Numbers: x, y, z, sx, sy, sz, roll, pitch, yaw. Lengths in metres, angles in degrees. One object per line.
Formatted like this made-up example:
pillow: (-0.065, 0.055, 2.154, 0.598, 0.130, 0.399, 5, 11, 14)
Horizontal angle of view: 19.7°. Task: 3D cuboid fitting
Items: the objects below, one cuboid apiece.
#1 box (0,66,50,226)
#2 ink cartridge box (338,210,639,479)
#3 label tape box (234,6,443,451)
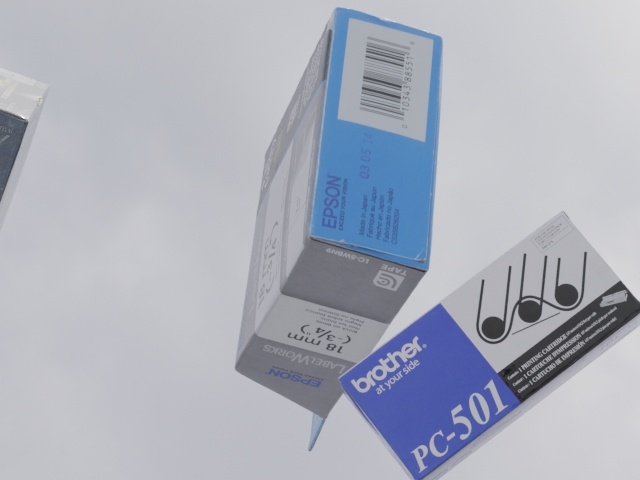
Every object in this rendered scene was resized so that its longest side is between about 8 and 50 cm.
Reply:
box: (-0.242, -0.018, 1.238, 0.059, 0.233, 0.183, 19, -81, -7)
ink cartridge box: (0.124, 0.080, 1.336, 0.207, 0.046, 0.097, -36, -107, -6)
label tape box: (0.000, 0.000, 1.601, 0.106, 0.334, 0.241, 14, -125, -11)
